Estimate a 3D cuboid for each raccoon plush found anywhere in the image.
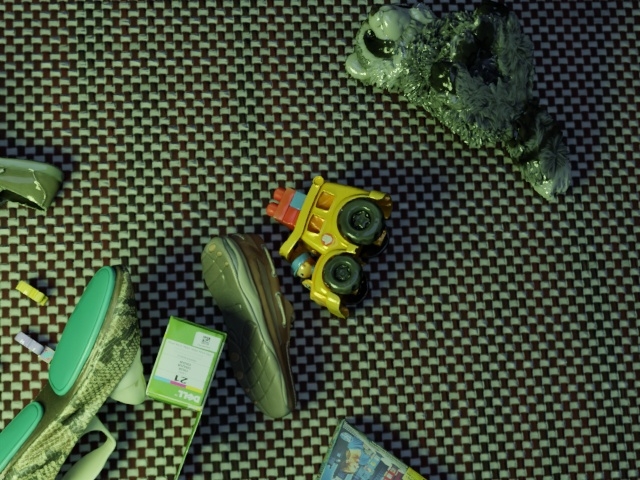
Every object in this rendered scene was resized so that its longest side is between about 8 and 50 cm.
[{"bbox_3d":[0.227,-0.242,1.980,0.216,0.299,0.446,-40,119,-27],"label":"raccoon plush"}]

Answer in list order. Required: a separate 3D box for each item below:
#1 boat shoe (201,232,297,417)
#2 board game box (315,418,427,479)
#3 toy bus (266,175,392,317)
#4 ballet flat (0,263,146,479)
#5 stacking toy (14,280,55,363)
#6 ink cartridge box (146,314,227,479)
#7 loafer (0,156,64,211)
[{"bbox_3d":[-0.093,0.138,1.863,0.116,0.123,0.324,-20,97,-40],"label":"boat shoe"},{"bbox_3d":[0.058,0.436,1.859,0.194,0.060,0.194,37,79,0],"label":"board game box"},{"bbox_3d":[0.000,0.000,1.896,0.211,0.149,0.220,20,80,10],"label":"toy bus"},{"bbox_3d":[-0.392,0.272,1.763,0.182,0.164,0.483,33,88,-29],"label":"ballet flat"},{"bbox_3d":[-0.452,0.193,1.843,0.221,0.052,0.167,32,78,-1],"label":"stacking toy"},{"bbox_3d":[-0.238,0.264,1.786,0.097,0.189,0.255,19,78,-4],"label":"ink cartridge box"},{"bbox_3d":[-0.564,-0.098,1.859,0.251,0.094,0.087,6,75,-6],"label":"loafer"}]
